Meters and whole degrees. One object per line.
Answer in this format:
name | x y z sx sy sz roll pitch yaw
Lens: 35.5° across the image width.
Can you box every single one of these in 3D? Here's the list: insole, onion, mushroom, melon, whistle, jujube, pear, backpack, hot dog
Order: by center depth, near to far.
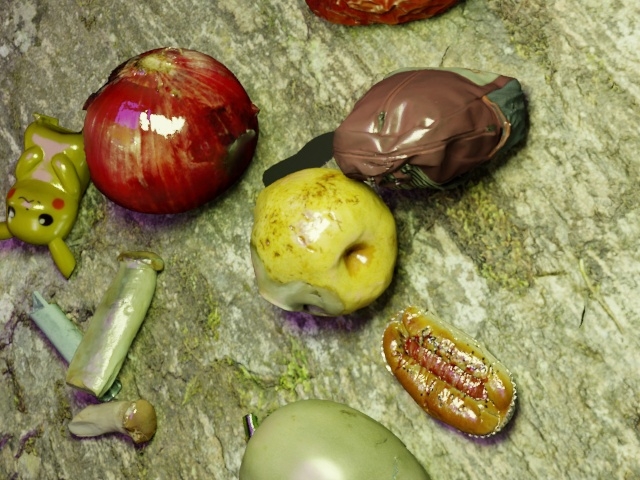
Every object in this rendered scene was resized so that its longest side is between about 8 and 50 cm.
melon | 0.027 0.401 1.561 0.330 0.268 0.268 33 93 22
hot dog | 0.204 0.214 1.628 0.268 0.075 0.144 37 93 31
backpack | 0.166 -0.173 1.639 0.283 0.317 0.197 -1 111 32
pear | 0.000 0.000 1.706 0.271 0.271 0.271 -10 70 28
jujube | 0.123 -0.494 1.833 0.342 0.216 0.216 -7 72 35
onion | -0.273 -0.213 1.900 0.341 0.341 0.341 -10 70 28
insole | -0.035 -0.153 1.925 0.188 0.004 0.064 -27 63 21
mushroom | -0.408 0.354 1.956 0.209 0.084 0.071 -9 30 35
mushroom | -0.403 0.158 1.979 0.100 0.081 0.312 11 69 25
whistle | -0.516 0.214 2.063 0.312 0.062 0.062 41 98 32

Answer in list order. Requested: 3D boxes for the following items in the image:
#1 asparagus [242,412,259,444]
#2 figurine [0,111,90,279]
asparagus | -0.106 0.388 1.785 0.036 0.030 0.165 -27 62 9
figurine | -0.591 -0.108 2.142 0.218 0.169 0.326 15 76 10
